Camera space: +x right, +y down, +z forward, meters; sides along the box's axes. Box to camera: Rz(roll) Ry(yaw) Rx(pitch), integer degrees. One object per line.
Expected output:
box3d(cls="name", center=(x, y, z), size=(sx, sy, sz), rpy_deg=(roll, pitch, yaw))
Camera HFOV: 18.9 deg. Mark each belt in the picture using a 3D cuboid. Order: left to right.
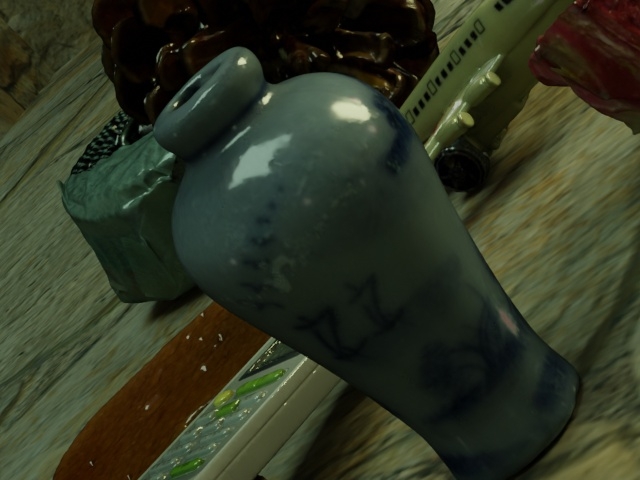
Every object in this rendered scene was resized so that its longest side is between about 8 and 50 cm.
box3d(cls="belt", center=(-0.126, -0.062, 1.805), size=(0.207, 0.150, 0.257), rpy_deg=(-26, 23, 27))

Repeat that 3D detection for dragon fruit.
box3d(cls="dragon fruit", center=(0.231, -0.136, 1.133), size=(0.274, 0.126, 0.161), rpy_deg=(-42, 2, -29))

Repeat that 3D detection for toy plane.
box3d(cls="toy plane", center=(0.110, -0.107, 1.383), size=(0.256, 0.104, 0.242), rpy_deg=(-33, 17, 37))

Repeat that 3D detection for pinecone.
box3d(cls="pinecone", center=(-0.037, -0.183, 1.612), size=(0.296, 0.298, 0.242), rpy_deg=(-124, 42, -59))

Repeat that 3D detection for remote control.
box3d(cls="remote control", center=(-0.050, 0.116, 1.171), size=(0.103, 0.034, 0.250), rpy_deg=(-26, 15, 50))

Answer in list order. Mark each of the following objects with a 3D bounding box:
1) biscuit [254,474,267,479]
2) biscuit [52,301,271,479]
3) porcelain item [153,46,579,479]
box3d(cls="biscuit", center=(-0.160, 0.307, 1.069), size=(0.385, 0.062, 0.365), rpy_deg=(-36, 15, 21))
box3d(cls="biscuit", center=(-0.081, 0.132, 1.356), size=(0.277, 0.052, 0.262), rpy_deg=(-45, 19, -2))
box3d(cls="porcelain item", center=(0.022, 0.013, 0.997), size=(0.141, 0.259, 0.141), rpy_deg=(-39, 15, 12))
